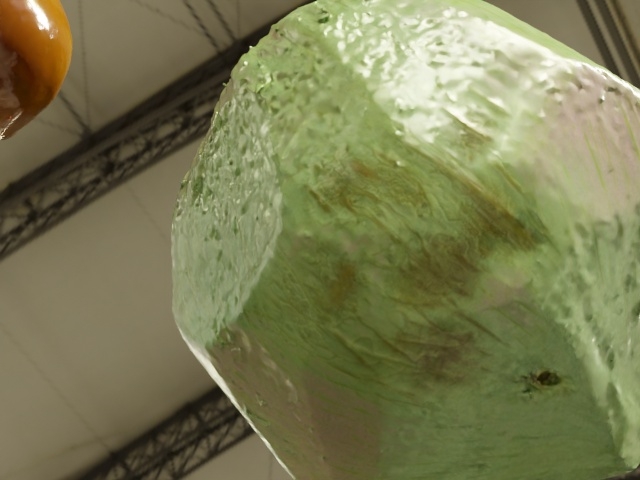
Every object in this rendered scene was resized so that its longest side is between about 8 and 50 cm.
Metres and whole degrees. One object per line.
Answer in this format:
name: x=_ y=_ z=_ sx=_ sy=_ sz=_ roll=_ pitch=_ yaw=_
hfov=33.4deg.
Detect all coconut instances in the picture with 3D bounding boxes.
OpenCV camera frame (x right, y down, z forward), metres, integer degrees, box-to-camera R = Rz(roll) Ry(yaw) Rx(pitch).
coconut: x=0.073 y=0.017 z=0.652 sx=0.328 sy=0.329 sz=0.281 roll=0 pitch=-10 yaw=20

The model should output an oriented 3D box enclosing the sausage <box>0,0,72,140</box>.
sausage: x=-0.219 y=-0.159 z=0.515 sx=0.105 sy=0.105 sz=0.274 roll=-6 pitch=-37 yaw=24
